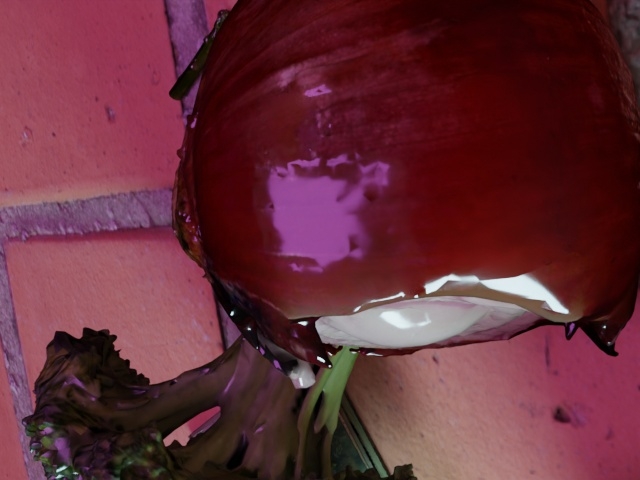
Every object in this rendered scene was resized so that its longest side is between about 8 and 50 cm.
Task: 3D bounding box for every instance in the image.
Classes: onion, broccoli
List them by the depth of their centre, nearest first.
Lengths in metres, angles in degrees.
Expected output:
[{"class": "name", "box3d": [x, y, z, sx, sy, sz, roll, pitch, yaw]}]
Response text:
[{"class": "onion", "box3d": [0.053, -0.055, 0.753, 0.341, 0.341, 0.341, 16, 113, 43]}, {"class": "broccoli", "box3d": [-0.075, 0.194, 0.998, 0.375, 0.302, 0.249, 26, 146, 11]}]

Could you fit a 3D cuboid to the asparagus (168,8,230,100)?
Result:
[{"class": "asparagus", "box3d": [-0.118, -0.181, 1.116, 0.018, 0.015, 0.127, 57, 135, 15]}]

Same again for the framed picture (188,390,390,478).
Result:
[{"class": "framed picture", "box3d": [-0.031, 0.245, 1.152, 0.274, 0.017, 0.217, -44, 70, 44]}]
